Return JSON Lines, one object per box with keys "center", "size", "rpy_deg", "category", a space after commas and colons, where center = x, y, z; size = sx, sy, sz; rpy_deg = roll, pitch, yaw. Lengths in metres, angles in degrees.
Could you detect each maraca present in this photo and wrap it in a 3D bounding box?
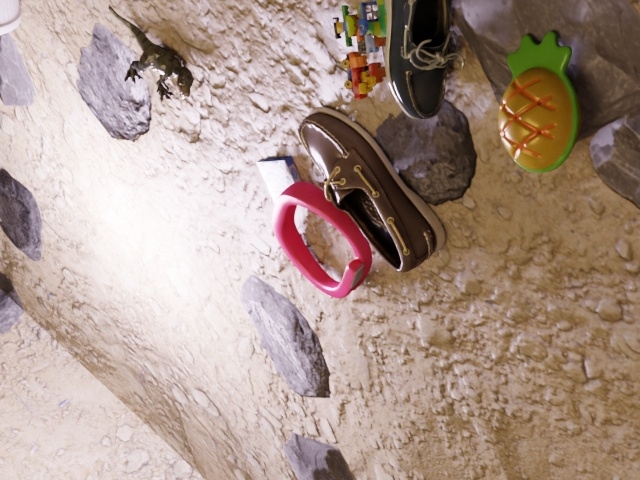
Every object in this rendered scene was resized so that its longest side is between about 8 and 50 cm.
{"center": [0.292, -0.183, 1.439], "size": [0.127, 0.099, 0.185], "rpy_deg": [3, 95, 48], "category": "maraca"}

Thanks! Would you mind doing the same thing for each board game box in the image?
{"center": [-0.071, -0.113, 2.024], "size": [0.090, 0.020, 0.090], "rpy_deg": [2, 120, 51], "category": "board game box"}

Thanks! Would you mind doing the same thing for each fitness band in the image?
{"center": [0.000, 0.000, 1.968], "size": [0.209, 0.054, 0.291], "rpy_deg": [45, 159, 10], "category": "fitness band"}

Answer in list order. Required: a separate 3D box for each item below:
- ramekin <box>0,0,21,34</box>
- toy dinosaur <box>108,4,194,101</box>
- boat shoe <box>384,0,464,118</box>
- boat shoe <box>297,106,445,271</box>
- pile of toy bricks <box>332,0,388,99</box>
{"center": [-0.761, -0.536, 2.359], "size": [0.207, 0.207, 0.109], "rpy_deg": [34, 132, 29], "category": "ramekin"}
{"center": [-0.330, -0.344, 2.114], "size": [0.268, 0.064, 0.118], "rpy_deg": [43, 139, 22], "category": "toy dinosaur"}
{"center": [0.149, -0.286, 1.530], "size": [0.079, 0.095, 0.254], "rpy_deg": [31, 133, 49], "category": "boat shoe"}
{"center": [0.067, -0.086, 1.802], "size": [0.324, 0.097, 0.116], "rpy_deg": [49, 147, 8], "category": "boat shoe"}
{"center": [0.086, -0.321, 1.588], "size": [0.105, 0.118, 0.212], "rpy_deg": [-3, 102, 22], "category": "pile of toy bricks"}
